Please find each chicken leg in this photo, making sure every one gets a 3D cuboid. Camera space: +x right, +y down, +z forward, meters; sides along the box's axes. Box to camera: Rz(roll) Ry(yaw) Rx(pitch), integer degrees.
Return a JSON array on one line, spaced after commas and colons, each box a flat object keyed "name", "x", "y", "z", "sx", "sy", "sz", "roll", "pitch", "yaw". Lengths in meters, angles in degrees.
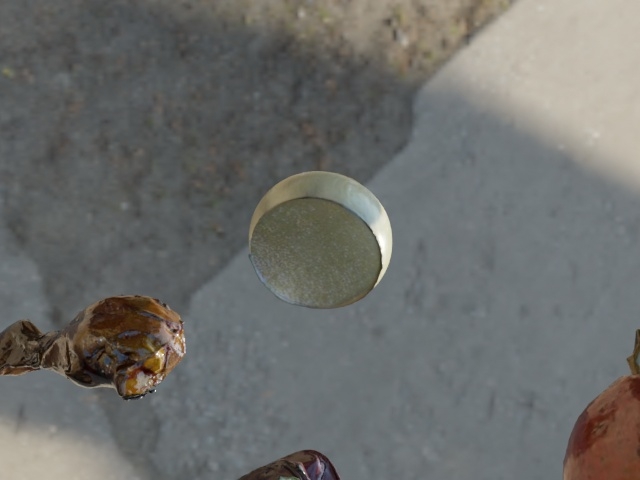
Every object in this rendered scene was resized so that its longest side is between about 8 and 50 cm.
[{"name": "chicken leg", "x": -0.251, "y": 0.108, "z": 1.577, "sx": 0.113, "sy": 0.304, "sz": 0.093, "roll": -36, "pitch": 109, "yaw": -40}]

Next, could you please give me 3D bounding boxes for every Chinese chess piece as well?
[{"name": "Chinese chess piece", "x": 0.000, "y": 0.000, "z": 1.319, "sx": 0.051, "sy": 0.122, "sz": 0.122, "roll": -72, "pitch": 143, "yaw": -55}]

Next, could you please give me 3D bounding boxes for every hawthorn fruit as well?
[{"name": "hawthorn fruit", "x": 0.279, "y": 0.183, "z": 1.192, "sx": 0.205, "sy": 0.205, "sz": 0.253, "roll": 28, "pitch": 35, "yaw": -46}]

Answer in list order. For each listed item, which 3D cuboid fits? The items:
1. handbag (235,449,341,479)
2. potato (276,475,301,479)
[{"name": "handbag", "x": -0.048, "y": 0.313, "z": 1.402, "sx": 0.074, "sy": 0.216, "sz": 0.203, "roll": -2, "pitch": 63, "yaw": -59}, {"name": "potato", "x": 0.025, "y": 0.270, "z": 1.031, "sx": 0.271, "sy": 0.160, "sz": 0.111, "roll": 32, "pitch": 107, "yaw": -30}]
